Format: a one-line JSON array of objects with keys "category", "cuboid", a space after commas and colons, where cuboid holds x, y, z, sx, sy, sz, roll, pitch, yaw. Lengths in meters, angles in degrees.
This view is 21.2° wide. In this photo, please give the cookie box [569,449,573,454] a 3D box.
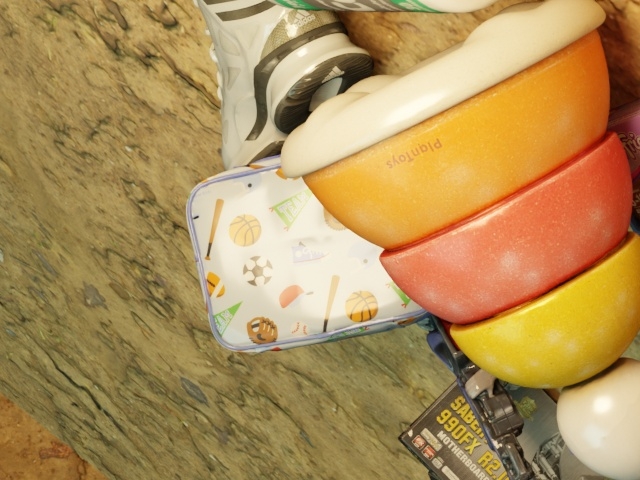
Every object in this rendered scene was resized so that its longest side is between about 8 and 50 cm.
[{"category": "cookie box", "cuboid": [0.365, 0.223, 2.106, 0.092, 0.107, 0.040, 7, 134, 53]}]

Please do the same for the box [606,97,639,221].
[{"category": "box", "cuboid": [0.408, -0.068, 1.687, 0.201, 0.057, 0.293, 52, 154, -9]}]

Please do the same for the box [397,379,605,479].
[{"category": "box", "cuboid": [0.247, 0.281, 2.277, 0.231, 0.183, 0.056, 46, 173, 2]}]

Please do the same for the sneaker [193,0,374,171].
[{"category": "sneaker", "cuboid": [-0.071, -0.233, 2.125, 0.257, 0.169, 0.447, 62, 161, 11]}]

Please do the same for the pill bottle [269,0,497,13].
[{"category": "pill bottle", "cuboid": [0.029, -0.331, 1.718, 0.361, 0.204, 0.204, 10, 136, 51]}]

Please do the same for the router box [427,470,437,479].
[{"category": "router box", "cuboid": [0.260, 0.327, 2.380, 0.179, 0.133, 0.046, 28, 156, 33]}]

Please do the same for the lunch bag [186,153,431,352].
[{"category": "lunch bag", "cuboid": [0.000, 0.000, 2.043, 0.115, 0.303, 0.243, 25, -127, -82]}]

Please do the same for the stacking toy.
[{"category": "stacking toy", "cuboid": [0.205, 0.027, 1.701, 0.351, 0.351, 0.479, -17, 101, 62]}]

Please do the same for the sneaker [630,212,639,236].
[{"category": "sneaker", "cuboid": [0.374, 0.011, 1.857, 0.144, 0.053, 0.059, 51, 156, -6]}]

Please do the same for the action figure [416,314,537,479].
[{"category": "action figure", "cuboid": [0.238, 0.116, 2.083, 0.330, 0.179, 0.341, 99, 148, -64]}]
